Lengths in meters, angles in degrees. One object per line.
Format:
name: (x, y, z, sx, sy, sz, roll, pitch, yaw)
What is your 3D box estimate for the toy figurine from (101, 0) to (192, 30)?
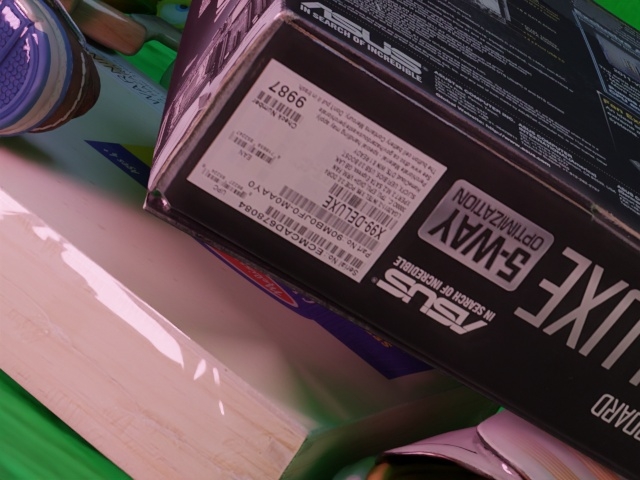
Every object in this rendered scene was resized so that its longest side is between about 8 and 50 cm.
toy figurine: (-0.019, -0.222, 1.008, 0.362, 0.217, 0.191, 19, 9, 33)

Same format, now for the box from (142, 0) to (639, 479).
box: (0.096, -0.018, 0.604, 0.307, 0.076, 0.242, 30, 24, -14)

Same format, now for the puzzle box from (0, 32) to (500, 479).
puzzle box: (-0.121, -0.039, 0.676, 0.409, 0.052, 0.272, 37, 13, 17)

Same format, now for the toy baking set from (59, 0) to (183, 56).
toy baking set: (-0.154, -0.150, 0.817, 0.256, 0.030, 0.197, 28, 14, -23)

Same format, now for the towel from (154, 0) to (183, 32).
towel: (-0.025, -0.147, 1.363, 0.237, 0.037, 0.329, 40, 16, 20)

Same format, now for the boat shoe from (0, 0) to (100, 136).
boat shoe: (-0.149, -0.099, 0.586, 0.183, 0.066, 0.066, 47, 11, 15)

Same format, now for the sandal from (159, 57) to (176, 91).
sandal: (0.082, -0.037, 1.047, 0.416, 0.102, 0.169, 21, 18, -47)

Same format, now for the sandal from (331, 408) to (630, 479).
sandal: (0.089, 0.096, 0.575, 0.102, 0.076, 0.265, 56, 20, 17)
